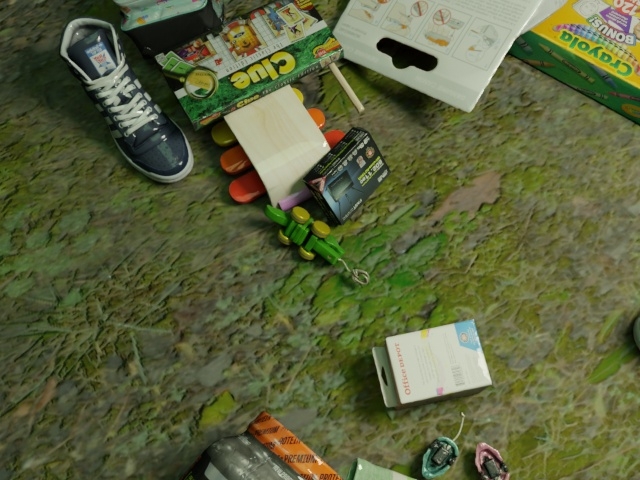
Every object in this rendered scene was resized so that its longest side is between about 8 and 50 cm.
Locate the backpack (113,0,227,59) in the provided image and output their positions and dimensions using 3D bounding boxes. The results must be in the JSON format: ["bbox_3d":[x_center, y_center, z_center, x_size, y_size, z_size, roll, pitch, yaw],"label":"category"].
[{"bbox_3d":[-0.245,-0.407,1.185,0.166,0.144,0.188,-14,52,14],"label":"backpack"}]

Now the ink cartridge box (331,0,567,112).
[{"bbox_3d":[0.231,-0.408,1.190,0.308,0.091,0.384,32,90,31],"label":"ink cartridge box"}]

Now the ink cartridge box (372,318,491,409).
[{"bbox_3d":[0.148,0.176,1.012,0.143,0.090,0.092,-11,71,-3],"label":"ink cartridge box"}]

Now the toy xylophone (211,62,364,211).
[{"bbox_3d":[-0.071,-0.211,1.152,0.236,0.081,0.322,-22,72,-7],"label":"toy xylophone"}]

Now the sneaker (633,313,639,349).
[{"bbox_3d":[0.636,0.097,1.008,0.366,0.150,0.135,-15,72,-5],"label":"sneaker"}]

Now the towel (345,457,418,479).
[{"bbox_3d":[0.135,0.429,0.872,0.325,0.038,0.247,27,70,-23],"label":"towel"}]

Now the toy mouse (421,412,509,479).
[{"bbox_3d":[0.195,0.309,0.996,0.161,0.031,0.143,-2,71,-1],"label":"toy mouse"}]

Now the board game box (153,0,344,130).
[{"bbox_3d":[-0.109,-0.281,1.120,0.260,0.030,0.136,-29,75,-10],"label":"board game box"}]

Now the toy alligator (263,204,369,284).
[{"bbox_3d":[0.000,0.000,1.099,0.190,0.056,0.051,35,31,5],"label":"toy alligator"}]

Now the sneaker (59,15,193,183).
[{"bbox_3d":[-0.301,-0.219,1.118,0.099,0.153,0.282,-35,74,-11],"label":"sneaker"}]

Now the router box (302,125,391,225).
[{"bbox_3d":[0.042,-0.097,1.106,0.122,0.092,0.038,-47,42,-14],"label":"router box"}]

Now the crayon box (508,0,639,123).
[{"bbox_3d":[0.461,-0.328,1.193,0.279,0.081,0.165,32,73,11],"label":"crayon box"}]

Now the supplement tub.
[{"bbox_3d":[-0.121,0.387,0.876,0.207,0.207,0.338,39,76,13],"label":"supplement tub"}]
